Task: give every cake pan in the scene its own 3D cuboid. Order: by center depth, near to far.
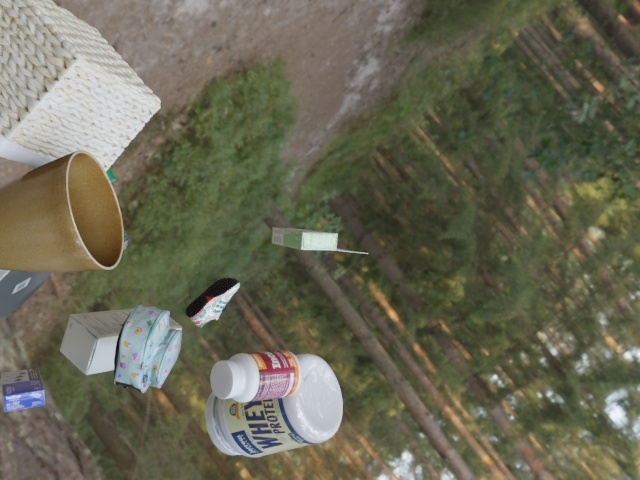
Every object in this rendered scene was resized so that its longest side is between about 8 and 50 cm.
[{"bbox_3d":[-0.734,0.089,1.636,0.293,0.054,0.293,-49,178,-3],"label":"cake pan"}]

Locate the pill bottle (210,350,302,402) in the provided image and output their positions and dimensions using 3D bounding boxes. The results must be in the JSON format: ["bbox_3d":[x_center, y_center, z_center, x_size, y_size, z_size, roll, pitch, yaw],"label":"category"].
[{"bbox_3d":[-0.113,0.239,1.204,0.152,0.086,0.086,5,139,-45],"label":"pill bottle"}]

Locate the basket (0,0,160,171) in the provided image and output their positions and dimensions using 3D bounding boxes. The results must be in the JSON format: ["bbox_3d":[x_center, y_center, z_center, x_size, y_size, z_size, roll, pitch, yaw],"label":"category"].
[{"bbox_3d":[-0.588,-0.338,1.472,0.266,0.328,0.331,-46,161,9],"label":"basket"}]

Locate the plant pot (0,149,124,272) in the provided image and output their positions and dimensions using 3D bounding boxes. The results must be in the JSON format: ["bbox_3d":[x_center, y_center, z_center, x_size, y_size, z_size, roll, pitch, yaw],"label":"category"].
[{"bbox_3d":[-0.554,-0.033,1.337,0.254,0.237,0.237,-12,172,4],"label":"plant pot"}]

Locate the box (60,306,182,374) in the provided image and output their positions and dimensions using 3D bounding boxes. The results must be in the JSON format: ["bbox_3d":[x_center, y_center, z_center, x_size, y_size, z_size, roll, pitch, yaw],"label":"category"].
[{"bbox_3d":[-0.577,0.286,2.001,0.311,0.148,0.121,1,114,-54],"label":"box"}]

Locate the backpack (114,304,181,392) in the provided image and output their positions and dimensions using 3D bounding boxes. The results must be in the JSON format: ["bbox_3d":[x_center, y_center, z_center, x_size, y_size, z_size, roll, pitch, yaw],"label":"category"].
[{"bbox_3d":[-0.419,0.256,1.663,0.166,0.145,0.188,-67,165,-61],"label":"backpack"}]

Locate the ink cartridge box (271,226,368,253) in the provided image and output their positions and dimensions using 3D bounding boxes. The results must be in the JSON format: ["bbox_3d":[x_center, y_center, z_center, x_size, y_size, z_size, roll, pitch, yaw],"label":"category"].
[{"bbox_3d":[0.000,0.000,1.984,0.235,0.056,0.171,2,-176,-34],"label":"ink cartridge box"}]

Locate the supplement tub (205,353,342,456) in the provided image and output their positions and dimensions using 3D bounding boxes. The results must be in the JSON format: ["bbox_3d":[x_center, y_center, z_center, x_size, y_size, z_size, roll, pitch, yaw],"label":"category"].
[{"bbox_3d":[-0.129,0.455,1.862,0.325,0.235,0.235,-23,180,30],"label":"supplement tub"}]

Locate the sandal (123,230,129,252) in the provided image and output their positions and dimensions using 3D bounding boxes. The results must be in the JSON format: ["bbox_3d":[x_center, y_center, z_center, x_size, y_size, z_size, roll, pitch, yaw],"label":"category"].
[{"bbox_3d":[-0.573,-0.019,1.598,0.120,0.086,0.303,-52,154,1],"label":"sandal"}]

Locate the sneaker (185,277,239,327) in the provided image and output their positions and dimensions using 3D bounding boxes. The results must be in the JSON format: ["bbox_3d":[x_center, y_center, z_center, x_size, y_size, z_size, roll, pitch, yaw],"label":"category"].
[{"bbox_3d":[-0.275,0.165,1.800,0.161,0.057,0.075,-39,138,-18],"label":"sneaker"}]

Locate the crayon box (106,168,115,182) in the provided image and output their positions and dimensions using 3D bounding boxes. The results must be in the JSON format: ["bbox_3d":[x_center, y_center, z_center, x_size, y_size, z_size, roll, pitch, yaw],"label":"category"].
[{"bbox_3d":[-0.717,-0.135,1.917,0.278,0.081,0.165,-24,-178,44],"label":"crayon box"}]

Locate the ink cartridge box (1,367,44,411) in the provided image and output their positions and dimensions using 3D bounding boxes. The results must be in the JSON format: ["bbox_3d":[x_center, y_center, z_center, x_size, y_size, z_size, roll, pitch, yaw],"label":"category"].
[{"bbox_3d":[-0.790,0.392,1.813,0.097,0.046,0.207,-4,-172,-26],"label":"ink cartridge box"}]
